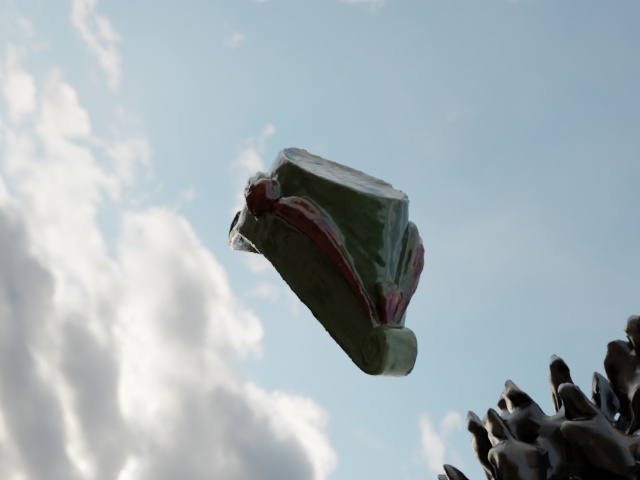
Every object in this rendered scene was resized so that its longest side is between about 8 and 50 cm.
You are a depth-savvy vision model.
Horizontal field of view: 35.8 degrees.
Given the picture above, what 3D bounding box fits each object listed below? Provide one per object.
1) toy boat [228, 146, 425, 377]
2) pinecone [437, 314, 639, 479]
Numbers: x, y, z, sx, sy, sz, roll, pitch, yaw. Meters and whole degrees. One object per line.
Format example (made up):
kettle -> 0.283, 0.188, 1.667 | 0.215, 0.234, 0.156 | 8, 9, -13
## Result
toy boat -> 0.001, -0.001, 0.487 | 0.185, 0.089, 0.071 | 36, -67, 58
pinecone -> 0.170, 0.148, 0.550 | 0.179, 0.204, 0.184 | 52, 10, -47
